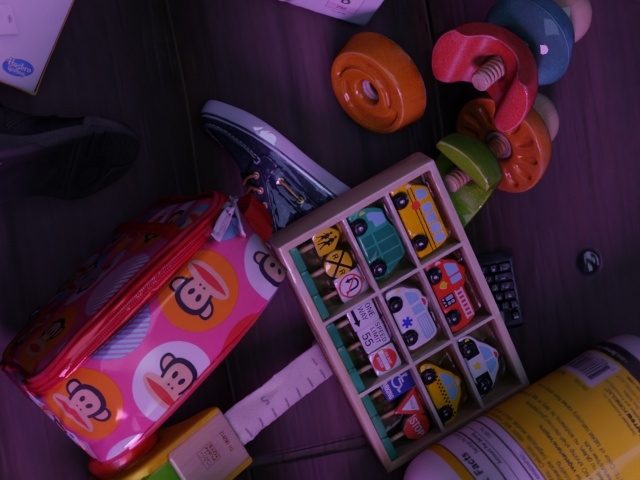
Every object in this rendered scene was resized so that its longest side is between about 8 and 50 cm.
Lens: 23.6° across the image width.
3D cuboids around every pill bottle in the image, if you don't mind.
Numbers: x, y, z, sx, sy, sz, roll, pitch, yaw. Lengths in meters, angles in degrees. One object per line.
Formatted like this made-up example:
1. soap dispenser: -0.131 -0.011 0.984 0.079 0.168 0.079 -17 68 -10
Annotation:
1. pill bottle: 0.201 0.245 1.438 0.334 0.188 0.188 -30 98 -11

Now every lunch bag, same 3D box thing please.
1. lunch bag: -0.140 0.054 1.294 0.258 0.293 0.120 -45 102 -13

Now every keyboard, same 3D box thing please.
1. keyboard: 0.112 0.077 1.496 0.180 0.023 0.108 -10 94 -13

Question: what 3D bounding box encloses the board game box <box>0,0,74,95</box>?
1. board game box: -0.289 -0.311 1.289 0.242 0.064 0.316 22 95 -42

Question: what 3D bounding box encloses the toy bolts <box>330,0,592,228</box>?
1. toy bolts: 0.149 -0.161 1.420 0.218 0.228 0.158 45 57 8

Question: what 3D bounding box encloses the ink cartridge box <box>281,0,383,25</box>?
1. ink cartridge box: -0.004 -0.291 1.352 0.189 0.232 0.066 15 67 -13

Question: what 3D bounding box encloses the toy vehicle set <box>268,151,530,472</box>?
1. toy vehicle set: 0.077 0.070 1.437 0.166 0.035 0.267 -31 116 -10

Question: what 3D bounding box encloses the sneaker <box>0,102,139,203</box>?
1. sneaker: -0.272 -0.094 1.353 0.227 0.130 0.087 -13 138 -42

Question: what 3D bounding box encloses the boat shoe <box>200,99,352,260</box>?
1. boat shoe: -0.049 -0.050 1.420 0.183 0.065 0.083 36 78 -5

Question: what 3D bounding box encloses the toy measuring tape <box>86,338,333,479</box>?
1. toy measuring tape: -0.116 0.191 1.420 0.330 0.121 0.121 -38 101 -33
